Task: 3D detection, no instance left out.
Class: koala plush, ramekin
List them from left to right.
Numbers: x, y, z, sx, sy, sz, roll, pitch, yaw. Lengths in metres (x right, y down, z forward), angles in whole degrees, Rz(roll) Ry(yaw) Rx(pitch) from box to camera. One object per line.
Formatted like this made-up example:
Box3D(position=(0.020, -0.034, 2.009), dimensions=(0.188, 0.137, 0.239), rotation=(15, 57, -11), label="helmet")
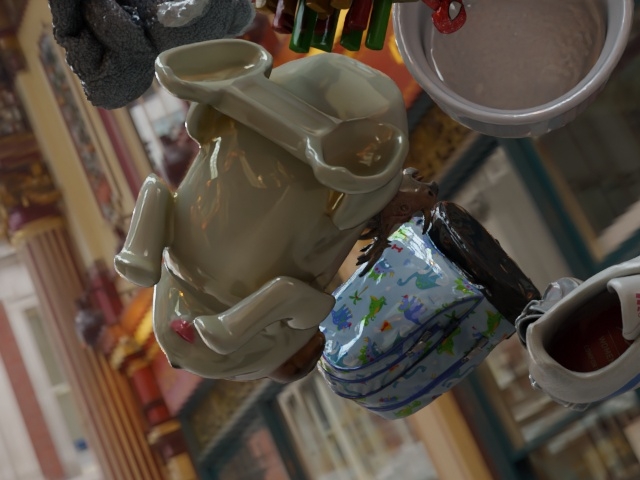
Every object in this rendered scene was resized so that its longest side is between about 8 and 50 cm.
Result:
Box3D(position=(-0.204, -0.279, 1.768), dimensions=(0.221, 0.203, 0.196), rotation=(-9, -2, 20), label="koala plush")
Box3D(position=(0.230, -0.255, 1.677), dimensions=(0.277, 0.277, 0.135), rotation=(-26, -15, 3), label="ramekin")

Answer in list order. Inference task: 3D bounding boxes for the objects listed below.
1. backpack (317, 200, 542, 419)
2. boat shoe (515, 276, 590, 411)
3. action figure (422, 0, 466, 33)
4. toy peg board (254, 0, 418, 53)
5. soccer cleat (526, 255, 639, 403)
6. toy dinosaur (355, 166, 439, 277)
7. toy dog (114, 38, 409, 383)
Box3D(position=(0.155, 0.135, 2.384), dimensions=(0.273, 0.290, 0.355), rotation=(18, -61, -42), label="backpack")
Box3D(position=(0.262, 0.101, 1.564), dimensions=(0.081, 0.227, 0.079), rotation=(23, -62, -9), label="boat shoe")
Box3D(position=(0.116, -0.337, 1.305), dimensions=(0.139, 0.280, 0.091), rotation=(-14, 1, 20), label="action figure")
Box3D(position=(-0.005, -0.261, 1.504), dimensions=(0.161, 0.079, 0.161), rotation=(3, -13, 38), label="toy peg board")
Box3D(position=(0.337, 0.051, 1.263), dimensions=(0.331, 0.116, 0.143), rotation=(-30, -27, 12), label="soccer cleat")
Box3D(position=(0.000, 0.000, 1.851), dimensions=(0.295, 0.200, 0.127), rotation=(-53, -15, 26), label="toy dinosaur")
Box3D(position=(-0.077, -0.015, 1.641), dimensions=(0.395, 0.285, 0.408), rotation=(-48, -17, -60), label="toy dog")
